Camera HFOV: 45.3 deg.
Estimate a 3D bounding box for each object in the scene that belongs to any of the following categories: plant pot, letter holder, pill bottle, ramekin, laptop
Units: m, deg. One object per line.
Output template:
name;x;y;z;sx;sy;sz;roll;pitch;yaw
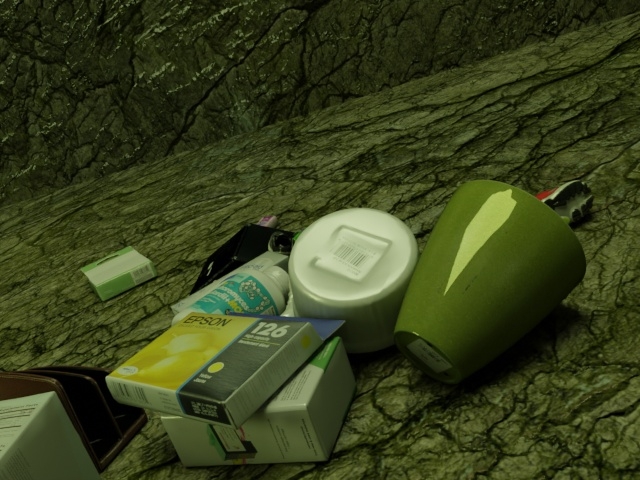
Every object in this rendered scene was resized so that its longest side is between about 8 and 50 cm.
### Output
plant pot;0.263;0.093;1.331;0.274;0.275;0.293;11;52;51
letter holder;-0.524;0.303;1.474;0.301;0.215;0.152;-6;25;30
pill bottle;-0.175;0.157;1.637;0.146;0.146;0.264;7;33;47
ramekin;0.070;0.065;1.475;0.277;0.135;0.277;-7;47;7
laptop;-0.193;0.065;2.053;0.264;0.136;0.234;-39;15;19

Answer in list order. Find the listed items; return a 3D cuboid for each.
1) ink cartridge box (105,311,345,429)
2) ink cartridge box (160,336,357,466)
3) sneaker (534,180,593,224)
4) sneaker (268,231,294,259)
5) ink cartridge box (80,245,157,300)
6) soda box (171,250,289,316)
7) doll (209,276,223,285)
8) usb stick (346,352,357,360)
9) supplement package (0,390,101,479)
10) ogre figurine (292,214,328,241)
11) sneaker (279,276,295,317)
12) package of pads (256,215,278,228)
ink cartridge box;-0.163;0.190;1.338;0.303;0.072;0.307;-1;29;40
ink cartridge box;-0.102;0.278;1.327;0.278;0.117;0.201;-9;23;23
sneaker;0.472;-0.046;1.708;0.279;0.107;0.118;-21;3;-14
sneaker;-0.096;0.010;1.955;0.063;0.075;0.170;7;25;-9
ink cartridge box;-0.595;0.093;2.251;0.171;0.056;0.235;-27;20;-21
soda box;-0.193;0.133;1.776;0.286;0.098;0.091;-30;24;-28
doll;-0.237;0.113;1.884;0.189;0.046;0.129;-30;-11;3
usb stick;-0.064;0.234;1.499;0.277;0.045;0.077;-14;24;9
supplement package;-0.528;0.412;1.235;0.198;0.199;0.263;-12;22;17
ogre figurine;0.000;0.000;1.955;0.118;0.097;0.197;-38;7;-1
sneaker;-0.040;0.127;1.616;0.115;0.090;0.232;40;37;14
package of pads;-0.163;-0.041;2.255;0.050;0.032;0.083;-4;26;25
